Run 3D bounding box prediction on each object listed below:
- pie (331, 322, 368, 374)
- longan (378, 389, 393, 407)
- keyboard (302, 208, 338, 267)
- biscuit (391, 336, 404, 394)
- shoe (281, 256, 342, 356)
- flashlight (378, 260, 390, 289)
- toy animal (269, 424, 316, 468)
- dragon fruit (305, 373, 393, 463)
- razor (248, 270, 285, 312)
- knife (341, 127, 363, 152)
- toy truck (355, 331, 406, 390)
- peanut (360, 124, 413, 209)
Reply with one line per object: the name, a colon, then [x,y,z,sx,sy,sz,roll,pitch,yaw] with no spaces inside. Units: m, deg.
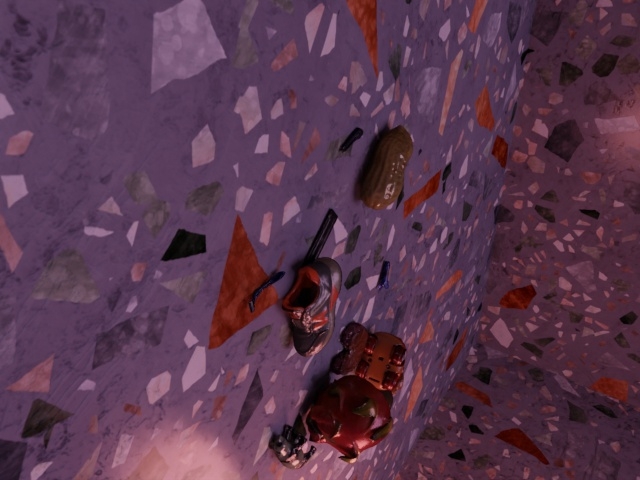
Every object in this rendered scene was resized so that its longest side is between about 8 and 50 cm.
pie: [0.120,0.428,2.135,0.204,0.054,0.218,-8,114,-58]
longan: [0.239,0.710,2.410,0.187,0.168,0.167,-27,130,-57]
keyboard: [0.000,0.000,1.699,0.204,0.013,0.061,-64,151,-12]
biscuit: [0.335,0.618,2.547,0.283,0.043,0.306,-85,-173,-50]
shoe: [-0.047,0.217,1.647,0.171,0.132,0.336,-8,117,-48]
flashlight: [0.263,0.143,2.227,0.057,0.035,0.121,-3,108,-33]
toy animal: [-0.104,0.732,1.911,0.121,0.094,0.225,-49,147,-18]
dragon fruit: [0.090,0.664,1.997,0.226,0.306,0.305,-25,128,-48]
razor: [-0.152,0.132,1.501,0.154,0.028,0.044,-46,144,-35]
knife: [0.095,-0.307,1.665,0.121,0.018,0.031,-50,144,-29]
toy truck: [0.274,0.509,2.330,0.239,0.189,0.264,-14,121,-68]
peanut: [0.226,-0.246,1.822,0.147,0.147,0.305,28,79,-61]
